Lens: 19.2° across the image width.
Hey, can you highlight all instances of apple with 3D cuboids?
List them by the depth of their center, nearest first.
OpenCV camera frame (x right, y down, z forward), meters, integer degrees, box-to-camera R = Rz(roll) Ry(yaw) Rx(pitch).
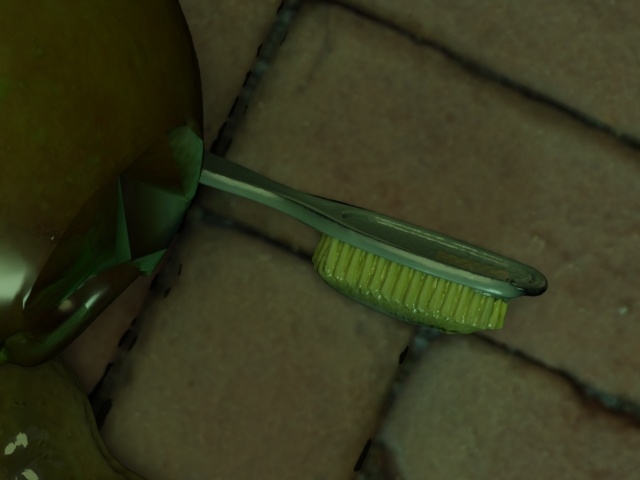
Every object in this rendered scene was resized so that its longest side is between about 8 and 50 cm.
[{"bbox_3d":[-0.251,-0.068,1.108,0.374,0.374,0.384,34,115,4],"label":"apple"}]

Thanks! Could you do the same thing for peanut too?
[{"bbox_3d":[-0.161,0.169,1.197,0.120,0.110,0.236,-27,76,3],"label":"peanut"}]

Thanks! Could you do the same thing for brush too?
[{"bbox_3d":[0.000,0.000,1.234,0.297,0.068,0.060,21,107,7],"label":"brush"}]
